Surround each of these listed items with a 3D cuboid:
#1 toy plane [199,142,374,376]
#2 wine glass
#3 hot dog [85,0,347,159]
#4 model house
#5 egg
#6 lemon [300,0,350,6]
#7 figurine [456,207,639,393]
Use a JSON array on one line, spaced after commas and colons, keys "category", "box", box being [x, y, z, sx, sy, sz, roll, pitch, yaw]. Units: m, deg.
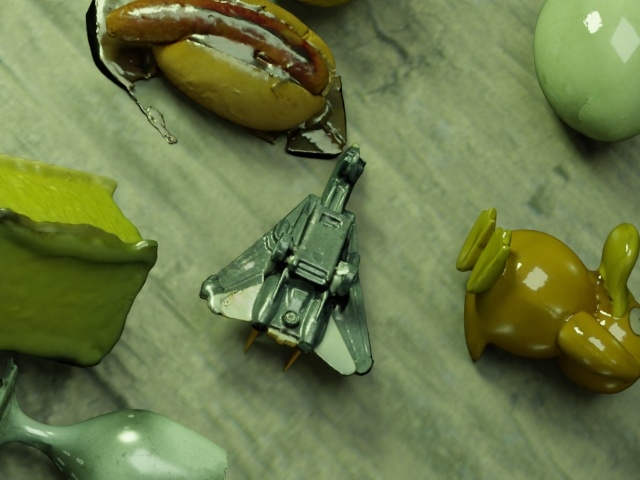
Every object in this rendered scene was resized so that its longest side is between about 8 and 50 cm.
[{"category": "toy plane", "box": [0.004, -0.006, 1.684, 0.204, 0.103, 0.316, 26, 58, -6]}, {"category": "wine glass", "box": [-0.217, 0.214, 1.477, 0.241, 0.126, 0.126, 22, 59, -6]}, {"category": "hot dog", "box": [-0.107, -0.212, 1.745, 0.326, 0.107, 0.194, 9, 62, -16]}, {"category": "model house", "box": [-0.301, -0.015, 1.506, 0.193, 0.175, 0.234, 10, 35, -36]}, {"category": "egg", "box": [0.362, -0.239, 1.889, 0.186, 0.186, 0.253, 8, 60, -17]}, {"category": "lemon", "box": [0.008, -0.392, 1.833, 0.188, 0.188, 0.257, 12, 57, -15]}, {"category": "figurine", "box": [0.271, 0.072, 1.720, 0.228, 0.215, 0.215, 5, 62, -2]}]
